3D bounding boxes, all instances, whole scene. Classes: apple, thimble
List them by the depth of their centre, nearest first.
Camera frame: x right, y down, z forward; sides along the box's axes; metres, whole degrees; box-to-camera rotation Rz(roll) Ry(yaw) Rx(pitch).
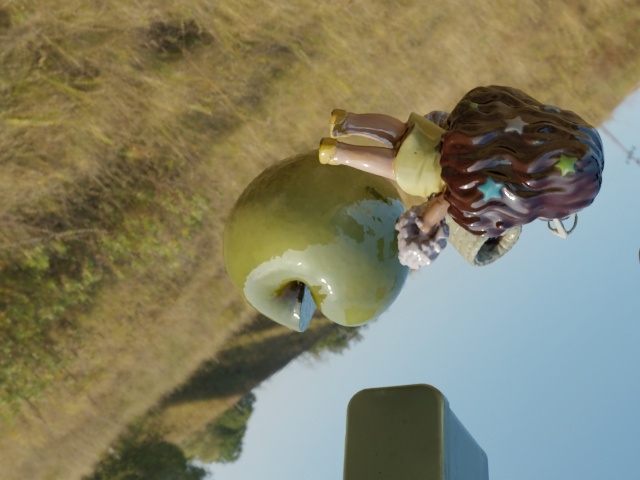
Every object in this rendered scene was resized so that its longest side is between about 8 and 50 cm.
[{"bbox_3d":[0.246,-0.022,1.108,0.102,0.090,0.115,-37,150,-2],"label":"thimble"},{"bbox_3d":[0.000,0.000,1.111,0.292,0.292,0.254,-45,-158,52],"label":"apple"}]

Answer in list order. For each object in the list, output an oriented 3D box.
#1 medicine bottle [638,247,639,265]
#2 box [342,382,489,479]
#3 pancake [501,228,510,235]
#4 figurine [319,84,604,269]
[{"bbox_3d":[0.718,0.031,1.333,0.215,0.135,0.135,-18,-164,38],"label":"medicine bottle"},{"bbox_3d":[0.175,0.468,1.219,0.178,0.344,0.351,-10,-123,23],"label":"box"},{"bbox_3d":[0.193,-0.069,0.826,0.022,0.139,0.139,-18,-177,8],"label":"pancake"},{"bbox_3d":[0.123,-0.070,0.635,0.115,0.240,0.174,65,36,-55],"label":"figurine"}]
